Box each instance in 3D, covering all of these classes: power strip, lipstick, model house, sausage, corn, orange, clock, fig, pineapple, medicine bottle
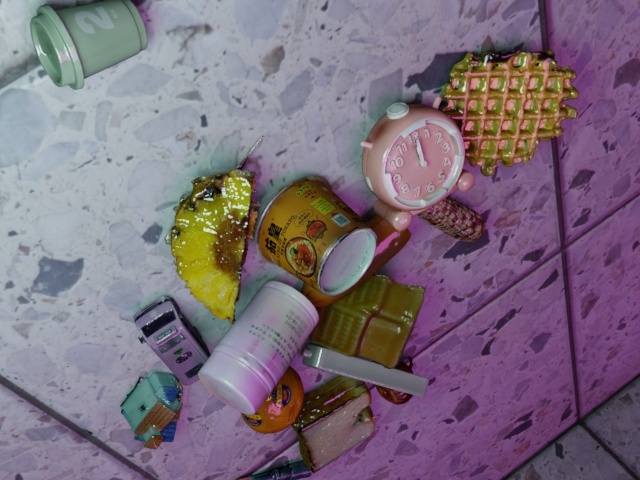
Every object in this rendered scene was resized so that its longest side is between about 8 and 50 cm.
[{"bbox_3d":[0.114,0.342,1.699,0.385,0.091,0.062,20,79,-27],"label":"power strip"},{"bbox_3d":[-0.141,0.704,1.915,0.234,0.053,0.053,-5,127,-30],"label":"lipstick"},{"bbox_3d":[-0.358,0.397,1.440,0.148,0.149,0.119,-49,137,13],"label":"model house"},{"bbox_3d":[0.068,0.056,1.493,0.328,0.112,0.112,-40,137,4],"label":"sausage"},{"bbox_3d":[0.312,-0.061,1.576,0.253,0.086,0.086,22,110,-43],"label":"corn"},{"bbox_3d":[-0.122,0.383,1.580,0.177,0.155,0.178,-19,112,-58],"label":"orange"},{"bbox_3d":[0.187,-0.182,1.365,0.227,0.142,0.241,-32,127,-10],"label":"clock"},{"bbox_3d":[0.229,0.414,1.884,0.150,0.128,0.128,2,123,-41],"label":"fig"},{"bbox_3d":[0.108,0.190,1.603,0.239,0.173,0.268,18,107,-3],"label":"model house"},{"bbox_3d":[-0.203,-0.028,1.234,0.161,0.158,0.335,10,121,5],"label":"pineapple"},{"bbox_3d":[-0.130,0.227,1.384,0.254,0.152,0.152,-53,144,-29],"label":"medicine bottle"}]

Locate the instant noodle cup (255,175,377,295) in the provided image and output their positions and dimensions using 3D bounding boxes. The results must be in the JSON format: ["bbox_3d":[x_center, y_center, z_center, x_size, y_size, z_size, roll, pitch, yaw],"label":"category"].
[{"bbox_3d":[0.000,0.000,1.317,0.215,0.172,0.216,-32,143,-29],"label":"instant noodle cup"}]

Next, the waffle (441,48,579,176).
[{"bbox_3d":[0.416,-0.299,1.417,0.311,0.060,0.307,-33,121,3],"label":"waffle"}]

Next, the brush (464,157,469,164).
[{"bbox_3d":[0.402,-0.243,1.517,0.327,0.065,0.070,-26,141,-1],"label":"brush"}]

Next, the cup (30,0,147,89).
[{"bbox_3d":[-0.328,-0.289,0.930,0.141,0.120,0.120,-27,136,-29],"label":"cup"}]

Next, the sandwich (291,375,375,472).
[{"bbox_3d":[0.039,0.517,1.854,0.249,0.095,0.273,-27,136,-14],"label":"sandwich"}]

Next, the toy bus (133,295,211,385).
[{"bbox_3d":[-0.305,0.214,1.355,0.096,0.108,0.199,-32,137,-9],"label":"toy bus"}]
